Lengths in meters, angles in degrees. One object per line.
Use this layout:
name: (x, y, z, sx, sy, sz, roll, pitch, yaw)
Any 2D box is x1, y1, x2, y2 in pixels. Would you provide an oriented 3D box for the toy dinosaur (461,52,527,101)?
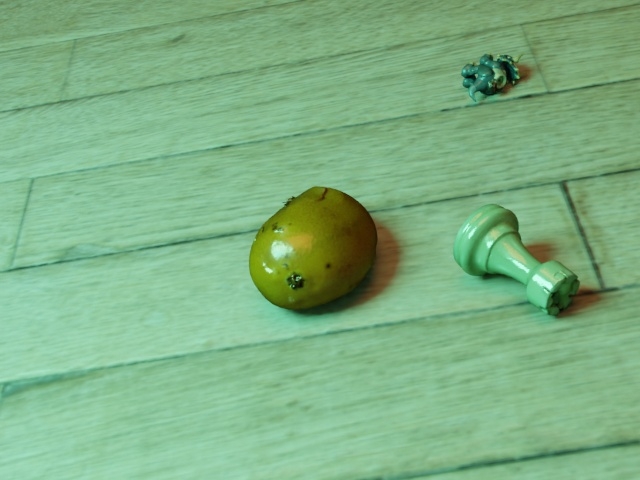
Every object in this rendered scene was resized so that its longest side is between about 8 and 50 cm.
toy dinosaur: (0.188, -0.180, 1.323, 0.083, 0.030, 0.047, -30, 38, -23)

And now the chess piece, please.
chess piece: (0.170, 0.020, 1.033, 0.067, 0.067, 0.103, -31, 49, -25)

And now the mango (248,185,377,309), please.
mango: (-0.001, -0.002, 1.089, 0.105, 0.084, 0.159, 10, 40, 18)
